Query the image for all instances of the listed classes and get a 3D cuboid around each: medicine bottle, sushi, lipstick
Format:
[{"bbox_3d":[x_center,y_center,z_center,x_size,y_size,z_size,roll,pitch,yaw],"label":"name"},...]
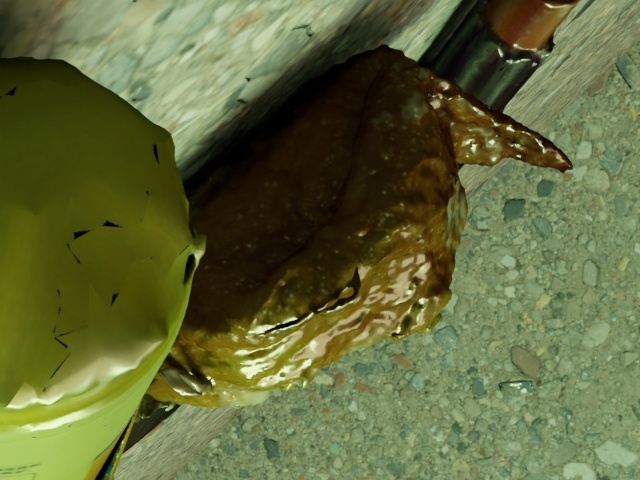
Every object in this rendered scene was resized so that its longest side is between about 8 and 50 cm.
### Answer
[{"bbox_3d":[-0.116,0.036,0.397,0.124,0.124,0.239,-37,170,-33],"label":"medicine bottle"},{"bbox_3d":[-0.004,0.001,0.691,0.296,0.167,0.179,-47,151,-11],"label":"sushi"},{"bbox_3d":[0.107,-0.110,0.866,0.081,0.081,0.300,-38,173,-32],"label":"lipstick"}]

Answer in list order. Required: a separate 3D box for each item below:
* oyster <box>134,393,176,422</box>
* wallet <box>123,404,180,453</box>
[{"bbox_3d":[-0.162,0.105,0.786,0.132,0.072,0.209,-20,-174,10],"label":"oyster"},{"bbox_3d":[-0.175,0.156,1.091,0.309,0.042,0.165,-36,169,-49],"label":"wallet"}]
